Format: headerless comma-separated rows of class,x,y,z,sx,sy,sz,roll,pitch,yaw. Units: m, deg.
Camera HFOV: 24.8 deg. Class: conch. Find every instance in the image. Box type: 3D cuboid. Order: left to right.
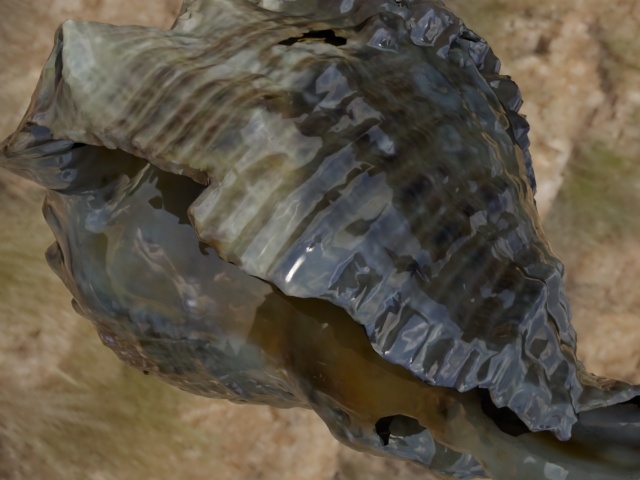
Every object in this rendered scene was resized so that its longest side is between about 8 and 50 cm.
conch,0.000,0.000,0.438,0.178,0.245,0.163,2,116,-50
